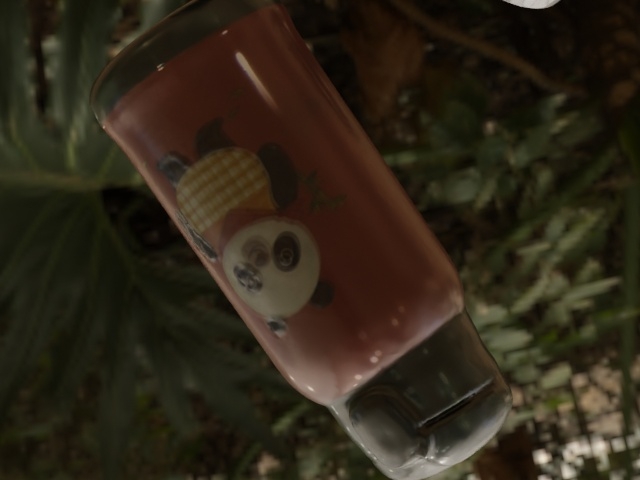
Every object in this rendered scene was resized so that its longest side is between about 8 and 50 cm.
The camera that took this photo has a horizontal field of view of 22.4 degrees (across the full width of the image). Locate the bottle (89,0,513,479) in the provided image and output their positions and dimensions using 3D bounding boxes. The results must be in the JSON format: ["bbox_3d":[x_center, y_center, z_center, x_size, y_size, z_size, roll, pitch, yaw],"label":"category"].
[{"bbox_3d":[0.000,0.000,1.054,0.144,0.336,0.144,-36,179,-1],"label":"bottle"}]

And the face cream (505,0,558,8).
[{"bbox_3d":[0.155,-0.234,1.161,0.117,0.117,0.104,3,134,-30],"label":"face cream"}]
